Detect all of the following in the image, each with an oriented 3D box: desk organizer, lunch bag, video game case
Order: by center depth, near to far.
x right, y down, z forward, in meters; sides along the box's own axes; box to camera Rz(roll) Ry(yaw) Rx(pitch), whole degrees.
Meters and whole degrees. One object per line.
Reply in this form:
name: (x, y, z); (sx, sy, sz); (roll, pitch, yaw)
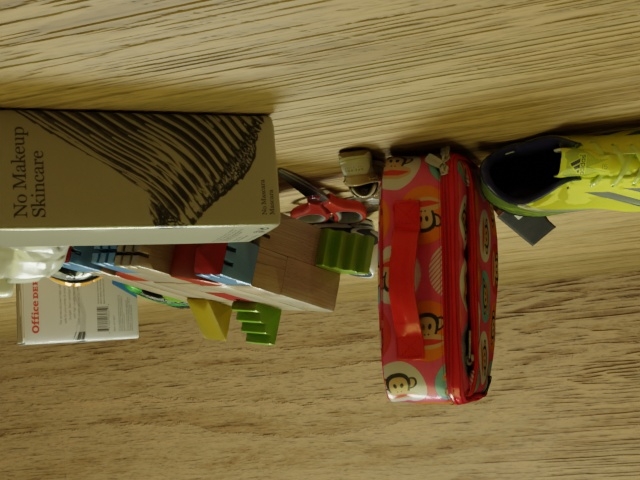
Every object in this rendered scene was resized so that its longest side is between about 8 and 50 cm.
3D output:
lunch bag: (0.130, 0.044, 1.242); (0.120, 0.293, 0.258); (-2, 174, 19)
video game case: (0.059, -0.051, 1.533); (0.087, 0.011, 0.122); (3, 170, -45)
desk organizer: (0.293, -0.043, 1.577); (0.047, 0.050, 0.130); (-41, 143, 14)

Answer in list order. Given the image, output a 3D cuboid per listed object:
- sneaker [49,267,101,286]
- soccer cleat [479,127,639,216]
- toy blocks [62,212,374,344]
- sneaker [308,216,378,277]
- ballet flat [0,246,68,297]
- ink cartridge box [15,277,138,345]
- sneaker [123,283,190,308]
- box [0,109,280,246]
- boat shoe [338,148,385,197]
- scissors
sneaker: (-0.312, 0.013, 1.576); (0.214, 0.084, 0.083); (-5, 160, -24)
soccer cleat: (0.314, -0.080, 1.176); (0.289, 0.094, 0.121); (-9, 165, 25)
toy blocks: (-0.163, 0.011, 1.347); (0.381, 0.191, 0.261); (0, 165, 44)
sneaker: (0.000, 0.000, 1.624); (0.153, 0.094, 0.235); (14, -171, -8)
ballet flat: (-0.339, -0.006, 1.180); (0.139, 0.139, 0.400); (0, 171, -32)
ink cartridge box: (-0.433, 0.107, 1.894); (0.203, 0.148, 0.086); (0, 173, -24)
sneaker: (-0.185, 0.059, 1.748); (0.343, 0.134, 0.146); (-9, 171, 35)
box: (-0.181, -0.055, 0.982); (0.275, 0.113, 0.094); (-3, 172, -24)
boat shoe: (0.048, -0.072, 1.238); (0.050, 0.045, 0.135); (-7, 172, 16)
scissors: (0.006, -0.059, 1.398); (0.108, 0.021, 0.297); (1, 168, 3)
